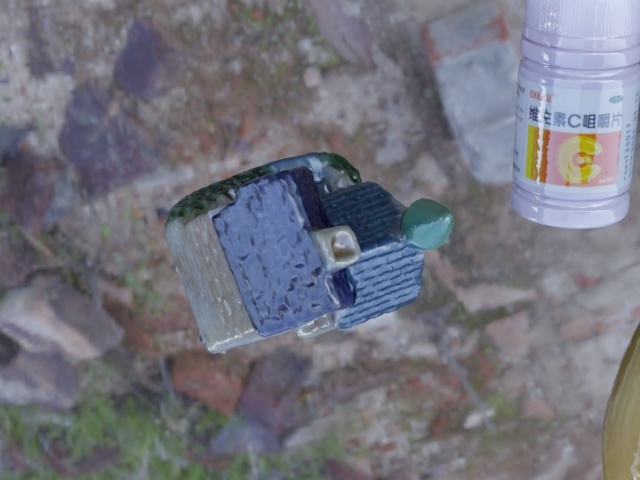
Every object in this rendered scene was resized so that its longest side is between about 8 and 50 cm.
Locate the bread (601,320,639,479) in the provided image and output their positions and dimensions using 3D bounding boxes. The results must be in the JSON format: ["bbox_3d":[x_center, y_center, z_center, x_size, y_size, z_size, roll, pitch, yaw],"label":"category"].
[{"bbox_3d":[0.407,0.111,1.039,0.348,0.253,0.376,11,124,-26],"label":"bread"}]

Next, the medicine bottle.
[{"bbox_3d":[0.275,-0.148,1.553,0.133,0.133,0.249,-4,112,-15],"label":"medicine bottle"}]

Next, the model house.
[{"bbox_3d":[0.000,0.002,1.861,0.298,0.243,0.284,-19,-178,-28],"label":"model house"}]
